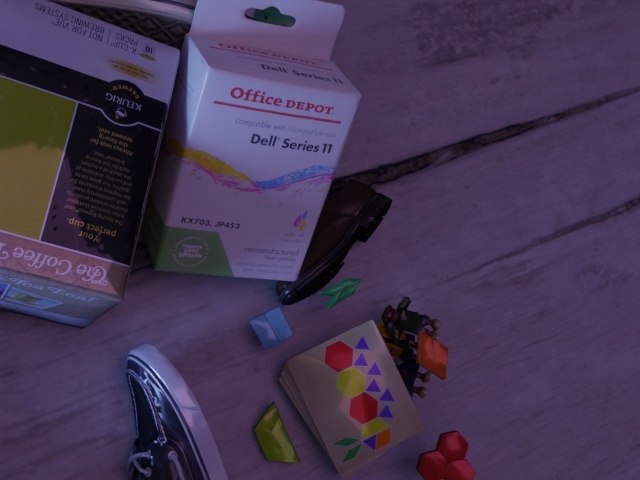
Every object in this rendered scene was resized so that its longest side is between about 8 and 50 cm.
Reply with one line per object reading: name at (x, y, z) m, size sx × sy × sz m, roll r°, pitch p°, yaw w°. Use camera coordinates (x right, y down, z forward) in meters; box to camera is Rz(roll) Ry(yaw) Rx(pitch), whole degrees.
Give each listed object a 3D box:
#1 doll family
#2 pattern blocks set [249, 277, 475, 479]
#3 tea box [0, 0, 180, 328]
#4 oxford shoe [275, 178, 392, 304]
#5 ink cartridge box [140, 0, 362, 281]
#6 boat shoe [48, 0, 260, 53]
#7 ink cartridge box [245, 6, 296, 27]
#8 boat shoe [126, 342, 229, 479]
doll family at (0.096, 0.177, 1.298) m, size 0.111 × 0.076 × 0.193 m, roll 19°, pitch 72°, yaw -26°
pattern blocks set at (0.048, 0.218, 1.236) m, size 0.285 × 0.026 × 0.325 m, roll -17°, pitch 88°, yaw -7°
tea box at (-0.375, -0.100, 1.048) m, size 0.329 × 0.220 × 0.323 m, roll 18°, pitch 69°, yaw -21°
oxford shoe at (0.000, 0.000, 1.304) m, size 0.096 × 0.083 × 0.227 m, roll 36°, pitch 63°, yaw 11°
ink cartridge box at (-0.086, -0.129, 1.138) m, size 0.207 × 0.353 × 0.119 m, roll 5°, pitch 30°, yaw -25°
boat shoe at (-0.277, -0.311, 1.165) m, size 0.500 × 0.187 × 0.156 m, roll 12°, pitch 61°, yaw -15°
ink cartridge box at (-0.108, -0.243, 1.317) m, size 0.181 × 0.056 × 0.224 m, roll 19°, pitch 67°, yaw -21°
boat shoe at (-0.188, 0.278, 1.115) m, size 0.102 × 0.108 × 0.301 m, roll -24°, pitch 95°, yaw -31°
